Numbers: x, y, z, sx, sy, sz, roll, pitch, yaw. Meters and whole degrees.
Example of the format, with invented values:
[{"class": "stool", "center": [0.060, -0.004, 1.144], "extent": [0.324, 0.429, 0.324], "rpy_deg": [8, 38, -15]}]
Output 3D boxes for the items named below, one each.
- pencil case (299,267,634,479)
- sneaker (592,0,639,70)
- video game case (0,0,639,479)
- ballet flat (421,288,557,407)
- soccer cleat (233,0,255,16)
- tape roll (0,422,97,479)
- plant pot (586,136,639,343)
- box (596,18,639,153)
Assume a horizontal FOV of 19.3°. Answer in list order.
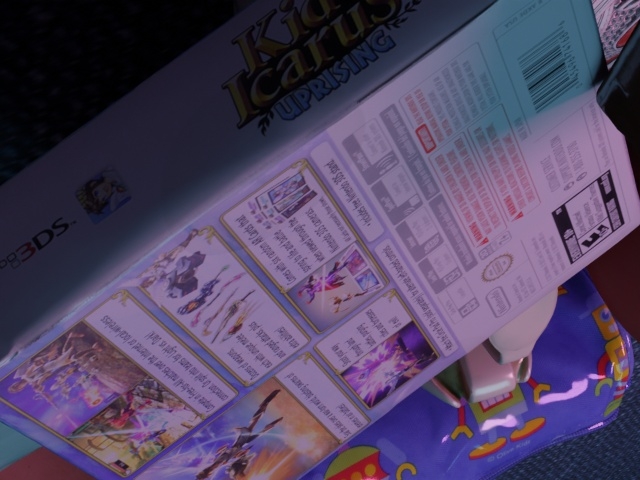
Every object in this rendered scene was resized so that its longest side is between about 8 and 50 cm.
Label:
[{"class": "pencil case", "center": [0.064, 0.124, 1.228], "extent": [0.306, 0.133, 0.119], "rpy_deg": [-29, 169, -19]}, {"class": "sneaker", "center": [0.128, -0.120, 0.784], "extent": [0.225, 0.088, 0.092], "rpy_deg": [-39, 155, 32]}, {"class": "video game case", "center": [0.000, 0.000, 0.721], "extent": [0.244, 0.061, 0.269], "rpy_deg": [-37, 156, -1]}, {"class": "ballet flat", "center": [0.075, 0.028, 1.012], "extent": [0.107, 0.106, 0.316], "rpy_deg": [-22, 161, -11]}, {"class": "soccer cleat", "center": [-0.002, -0.110, 0.689], "extent": [0.076, 0.068, 0.196], "rpy_deg": [-51, 163, -22]}, {"class": "tape roll", "center": [-0.129, 0.071, 0.930], "extent": [0.286, 0.100, 0.286], "rpy_deg": [-24, 162, -8]}, {"class": "plant pot", "center": [0.273, -0.047, 0.940], "extent": [0.275, 0.275, 0.243], "rpy_deg": [-12, 165, -37]}, {"class": "box", "center": [0.285, -0.155, 0.649], "extent": [0.381, 0.143, 0.191], "rpy_deg": [-39, 166, -21]}]
